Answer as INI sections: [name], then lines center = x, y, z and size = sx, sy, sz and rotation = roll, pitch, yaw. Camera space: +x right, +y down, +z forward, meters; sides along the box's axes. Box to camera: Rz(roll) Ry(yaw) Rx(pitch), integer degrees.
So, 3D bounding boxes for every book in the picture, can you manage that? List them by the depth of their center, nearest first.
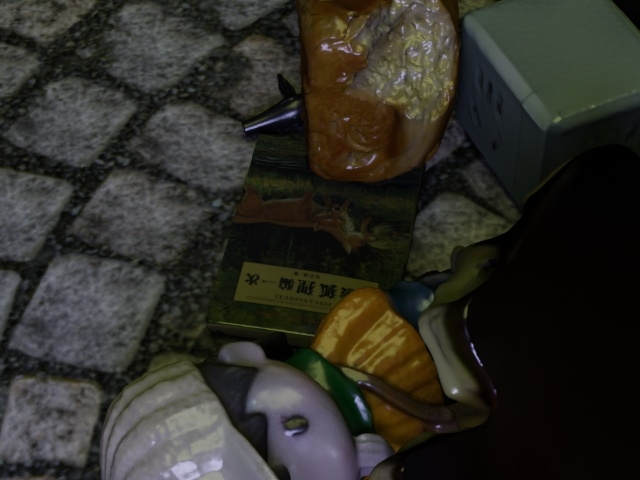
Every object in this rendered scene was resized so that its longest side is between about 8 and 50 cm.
[book]
center = 0.000, 0.000, 1.193
size = 0.160, 0.024, 0.228
rotation = 8, 49, 7

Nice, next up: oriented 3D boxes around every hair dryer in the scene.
[hair dryer]
center = -0.043, -0.135, 1.317
size = 0.079, 0.031, 0.083
rotation = -19, 36, -2

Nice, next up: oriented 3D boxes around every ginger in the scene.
[ginger]
center = 0.142, 0.146, 0.902
size = 0.358, 0.211, 0.414
rotation = 30, 62, -29

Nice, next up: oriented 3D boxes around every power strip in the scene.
[power strip]
center = 0.207, -0.145, 1.233
size = 0.139, 0.140, 0.224
rotation = -19, 51, -12

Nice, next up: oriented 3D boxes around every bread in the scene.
[bread]
center = 0.051, -0.211, 1.251
size = 0.148, 0.195, 0.344
rotation = -3, 43, 0

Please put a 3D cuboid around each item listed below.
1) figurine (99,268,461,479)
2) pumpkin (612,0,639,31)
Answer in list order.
[figurine]
center = -0.017, 0.139, 0.994
size = 0.204, 0.185, 0.332
rotation = -7, 19, 41
[pumpkin]
center = 0.407, -0.288, 1.311
size = 0.300, 0.207, 0.300
rotation = 1, 64, -1
